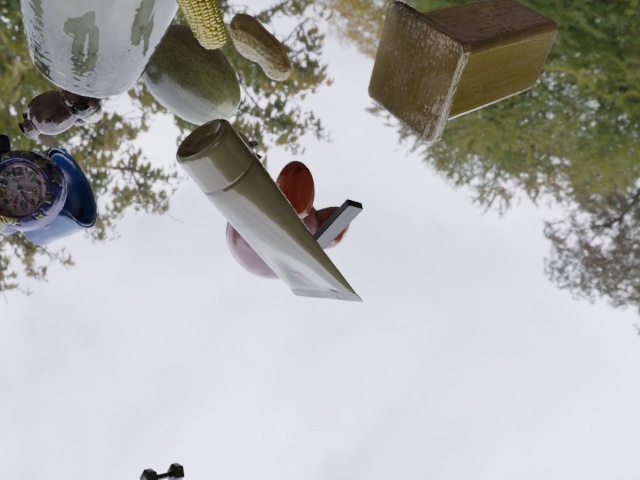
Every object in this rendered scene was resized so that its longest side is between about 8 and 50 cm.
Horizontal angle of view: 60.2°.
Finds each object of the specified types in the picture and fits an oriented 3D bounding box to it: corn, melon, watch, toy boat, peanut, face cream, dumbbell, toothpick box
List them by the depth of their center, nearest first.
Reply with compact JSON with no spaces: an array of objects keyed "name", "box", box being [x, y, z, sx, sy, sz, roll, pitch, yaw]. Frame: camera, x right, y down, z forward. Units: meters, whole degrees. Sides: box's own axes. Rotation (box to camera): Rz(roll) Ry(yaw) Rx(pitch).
[{"name":"face cream","box":[-0.067,-0.017,0.784,0.137,0.341,0.084,0,-130,38]},{"name":"corn","box":[-0.207,-0.404,0.892,0.067,0.206,0.067,-8,-129,10]},{"name":"watch","box":[-0.522,-0.092,1.028,0.171,0.200,0.196,-11,-95,6]},{"name":"toothpick box","box":[0.275,-0.342,1.037,0.308,0.190,0.187,-24,-127,-30]},{"name":"dumbbell","box":[-0.297,0.445,1.040,0.083,0.040,0.036,11,-154,-48]},{"name":"peanut","box":[-0.131,-0.417,1.202,0.174,0.080,0.080,46,-133,1]},{"name":"toy boat","box":[-0.217,-0.235,1.293,0.210,0.066,0.084,36,178,44]},{"name":"melon","box":[-0.390,-0.492,1.669,0.329,0.248,0.248,44,-138,-13]}]

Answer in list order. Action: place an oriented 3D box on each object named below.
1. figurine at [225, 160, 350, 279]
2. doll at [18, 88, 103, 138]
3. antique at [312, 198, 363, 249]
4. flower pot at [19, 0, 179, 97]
[{"name":"figurine","box":[-0.100,-0.018,1.288,0.261,0.270,0.211,-9,-124,29]},{"name":"doll","box":[-0.720,-0.372,1.556,0.257,0.117,0.182,-20,-134,3]},{"name":"antique","box":[0.000,0.000,0.873,0.031,0.192,0.015,12,-131,-34]},{"name":"flower pot","box":[-0.406,-0.451,1.025,0.293,0.330,0.294,16,-129,-20]}]
